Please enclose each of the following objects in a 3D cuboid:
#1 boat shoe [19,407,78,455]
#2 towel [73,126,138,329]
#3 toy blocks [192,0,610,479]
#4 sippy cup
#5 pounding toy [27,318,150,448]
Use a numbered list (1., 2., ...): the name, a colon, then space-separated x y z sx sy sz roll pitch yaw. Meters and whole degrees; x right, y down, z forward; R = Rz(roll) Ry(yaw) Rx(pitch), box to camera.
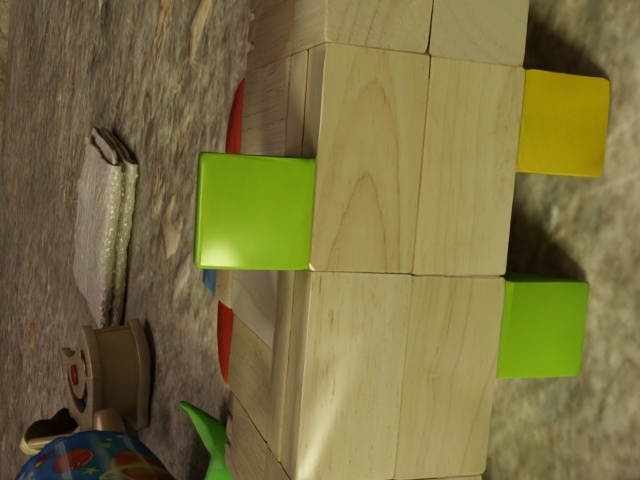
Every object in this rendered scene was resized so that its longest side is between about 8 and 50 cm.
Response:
1. boat shoe: -0.385 0.279 1.055 0.050 0.135 0.045 43 96 5
2. towel: -0.332 -0.018 1.132 0.187 0.049 0.282 40 125 54
3. toy blocks: 0.000 0.000 0.452 0.261 0.191 0.381 -160 73 -71
4. sippy cup: -0.212 0.310 0.735 0.224 0.306 0.239 33 139 56
5. pounding toy: -0.321 0.187 1.008 0.270 0.155 0.154 4 99 60
